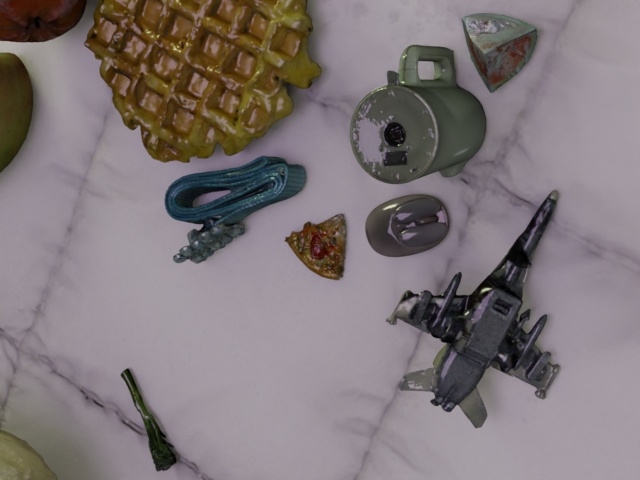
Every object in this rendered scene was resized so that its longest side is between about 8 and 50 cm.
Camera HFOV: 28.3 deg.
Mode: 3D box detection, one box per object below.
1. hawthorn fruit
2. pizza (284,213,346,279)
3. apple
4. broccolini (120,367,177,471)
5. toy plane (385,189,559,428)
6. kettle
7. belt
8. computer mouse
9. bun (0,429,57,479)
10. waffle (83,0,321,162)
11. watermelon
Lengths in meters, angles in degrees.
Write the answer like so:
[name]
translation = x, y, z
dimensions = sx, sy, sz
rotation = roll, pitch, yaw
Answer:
[hawthorn fruit]
translation = -0.362, -0.326, 1.530
dimensions = 0.173, 0.173, 0.172
rotation = 4, 99, 28
[pizza]
translation = -0.001, 0.000, 1.459
dimensions = 0.083, 0.025, 0.078
rotation = 37, 115, 21
[apple]
translation = -0.476, -0.121, 1.619
dimensions = 0.265, 0.193, 0.120
rotation = -43, 86, 24
[broccolini]
translation = -0.224, 0.228, 1.610
dimensions = 0.030, 0.035, 0.140
rotation = -31, 81, 25
[toy plane]
translation = 0.185, 0.067, 1.332
dimensions = 0.192, 0.088, 0.262
rotation = 26, 108, -5
[kettle]
translation = 0.101, -0.126, 1.316
dimensions = 0.098, 0.148, 0.126
rotation = -36, 81, 30
[belt]
translation = -0.099, -0.041, 1.488
dimensions = 0.179, 0.065, 0.100
rotation = -17, 79, 30
[computer mouse]
translation = 0.092, -0.015, 1.397
dimensions = 0.096, 0.039, 0.066
rotation = -13, 91, 29
[bun]
translation = -0.450, 0.373, 1.640
dimensions = 0.349, 0.227, 0.352
rotation = 54, 140, 2
[waffle]
translation = -0.146, -0.255, 1.481
dimensions = 0.302, 0.068, 0.324
rotation = -19, 86, 29
[watermelon]
translation = 0.174, -0.202, 1.312
dimensions = 0.085, 0.061, 0.085
rotation = 5, 105, 20
